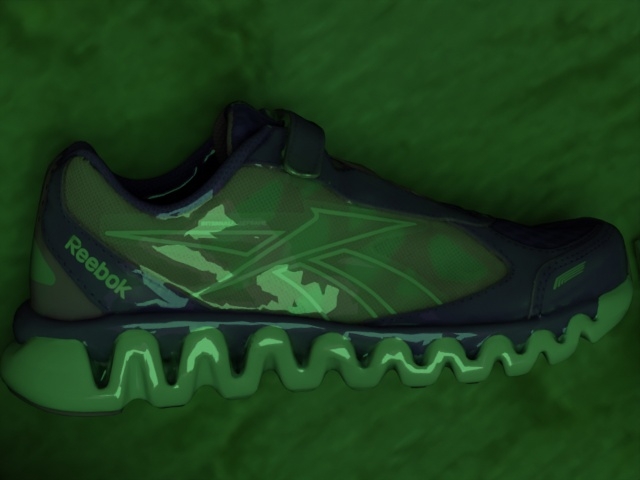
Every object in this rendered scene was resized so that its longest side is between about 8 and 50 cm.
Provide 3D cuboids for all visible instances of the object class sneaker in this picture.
[{"bbox_3d":[0.000,0.000,0.706,0.236,0.095,0.105,-4,96,-11],"label":"sneaker"}]

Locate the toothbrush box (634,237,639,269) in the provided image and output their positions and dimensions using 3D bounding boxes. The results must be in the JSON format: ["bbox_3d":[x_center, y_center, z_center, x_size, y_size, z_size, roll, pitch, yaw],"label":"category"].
[{"bbox_3d":[0.272,0.113,0.772,0.216,0.126,0.296,-17,104,-9],"label":"toothbrush box"}]
